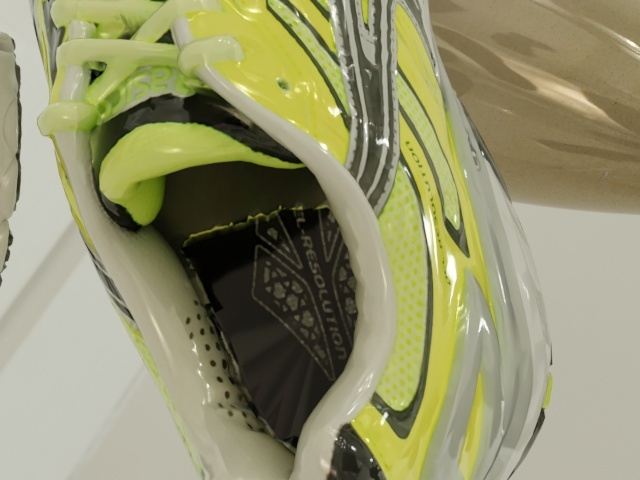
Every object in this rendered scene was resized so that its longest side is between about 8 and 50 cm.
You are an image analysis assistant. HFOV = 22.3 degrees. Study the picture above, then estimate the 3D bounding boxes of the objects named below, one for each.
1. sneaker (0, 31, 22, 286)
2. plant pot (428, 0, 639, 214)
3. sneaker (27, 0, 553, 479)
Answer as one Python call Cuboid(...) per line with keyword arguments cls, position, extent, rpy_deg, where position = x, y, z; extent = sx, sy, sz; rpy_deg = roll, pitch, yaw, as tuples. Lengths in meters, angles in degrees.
Cuboid(cls="sneaker", position=(-0.217, 0.010, 0.649), extent=(0.118, 0.107, 0.279), rpy_deg=(18, -45, -38))
Cuboid(cls="plant pot", position=(0.191, -0.132, 1.350), extent=(0.274, 0.256, 0.256), rpy_deg=(24, -33, 18))
Cuboid(cls="sneaker", position=(-0.029, -0.083, 0.517), extent=(0.145, 0.147, 0.385), rpy_deg=(-24, -92, 19))
